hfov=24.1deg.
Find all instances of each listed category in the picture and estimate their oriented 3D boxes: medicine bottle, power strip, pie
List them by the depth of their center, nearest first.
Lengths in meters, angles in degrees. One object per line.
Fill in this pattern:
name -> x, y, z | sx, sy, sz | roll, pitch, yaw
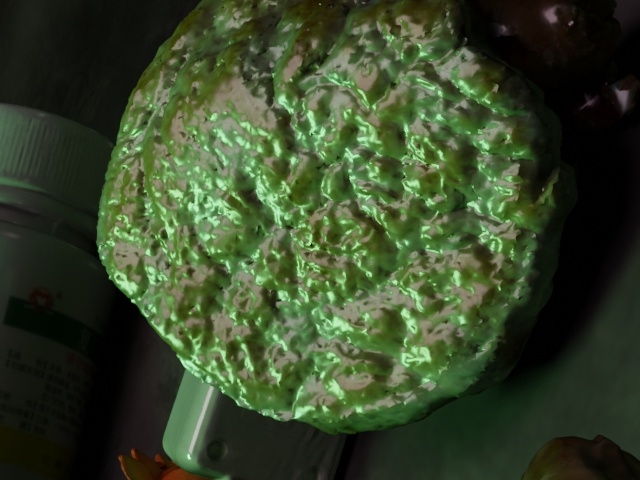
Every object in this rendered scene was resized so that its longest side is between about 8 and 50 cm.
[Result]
pie -> 0.009, -0.031, 0.779 | 0.274, 0.105, 0.257 | 18, 91, 29
power strip -> 0.000, 0.000, 0.891 | 0.058, 0.098, 0.338 | 8, 79, 68
medicine bottle -> -0.287, 0.067, 1.303 | 0.208, 0.208, 0.339 | -21, 53, 59

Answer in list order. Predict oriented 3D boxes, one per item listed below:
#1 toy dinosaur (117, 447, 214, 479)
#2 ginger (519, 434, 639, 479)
toy dinosaur -> -0.082, 0.174, 0.909 | 0.070, 0.117, 0.288 | -66, 27, 11
ginger -> 0.034, 0.245, 0.556 | 0.256, 0.176, 0.375 | -146, 77, -81
